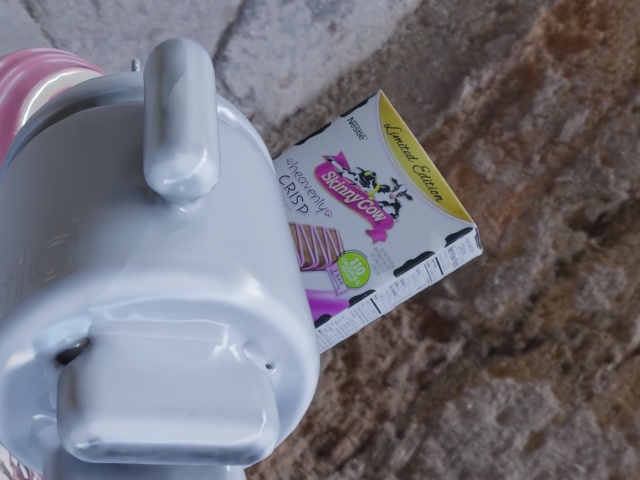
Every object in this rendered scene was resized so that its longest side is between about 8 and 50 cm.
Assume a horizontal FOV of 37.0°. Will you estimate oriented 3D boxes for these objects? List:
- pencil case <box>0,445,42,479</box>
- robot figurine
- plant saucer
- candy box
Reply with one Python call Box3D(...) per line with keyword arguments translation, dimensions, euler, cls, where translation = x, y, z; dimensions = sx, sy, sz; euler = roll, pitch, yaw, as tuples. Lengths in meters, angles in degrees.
Box3D(translation=(-0.284, 0.300, 1.134), dimensions=(0.410, 0.183, 0.160), euler=(20, 66, -47), cls="pencil case")
Box3D(translation=(-0.115, 0.021, 0.633), dimensions=(0.199, 0.353, 0.300), euler=(9, 127, -21), cls="robot figurine")
Box3D(translation=(-0.321, -0.094, 1.255), dimensions=(0.332, 0.084, 0.332), euler=(18, 67, -53), cls="plant saucer")
Box3D(translation=(0.000, 0.000, 0.832), dimensions=(0.233, 0.159, 0.071), euler=(-33, 156, 1), cls="candy box")
